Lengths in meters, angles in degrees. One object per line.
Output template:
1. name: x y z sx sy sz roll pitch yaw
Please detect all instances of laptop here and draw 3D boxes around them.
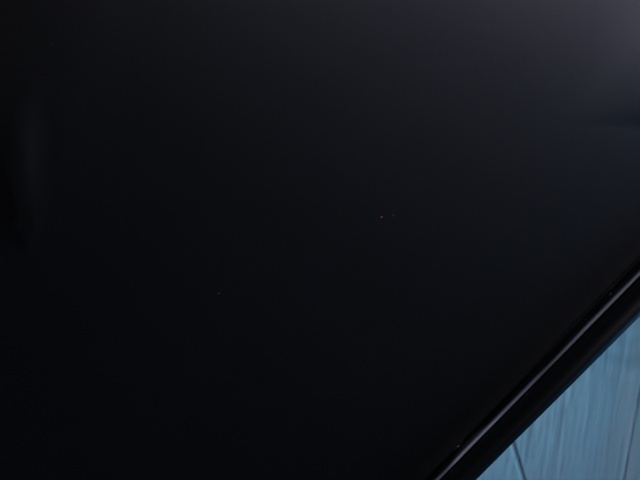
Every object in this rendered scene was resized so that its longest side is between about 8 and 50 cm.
1. laptop: 0.000 0.000 0.472 0.382 0.236 0.408 -46 167 8
